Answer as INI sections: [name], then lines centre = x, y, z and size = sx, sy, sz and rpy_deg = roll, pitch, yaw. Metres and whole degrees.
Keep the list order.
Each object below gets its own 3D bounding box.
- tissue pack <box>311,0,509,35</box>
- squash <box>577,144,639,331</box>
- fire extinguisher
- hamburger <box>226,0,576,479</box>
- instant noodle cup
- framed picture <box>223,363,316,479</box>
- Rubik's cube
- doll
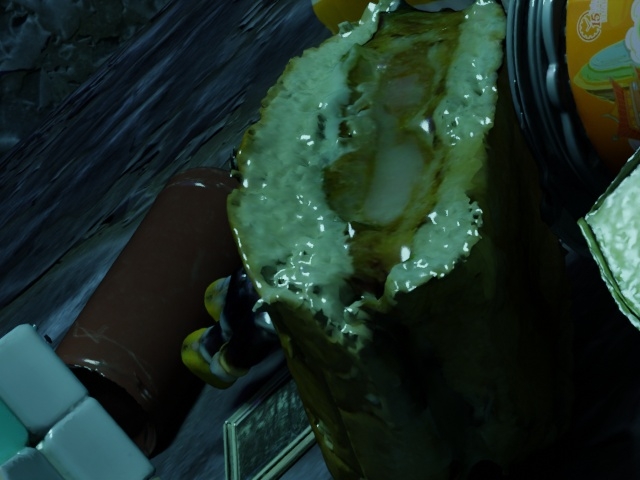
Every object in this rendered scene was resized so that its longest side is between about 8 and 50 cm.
[tissue pack]
centre = 0.120, -0.234, 1.542
size = 0.185, 0.124, 0.225
rpy_deg = -53, 15, -20
[squash]
centre = 0.223, -0.004, 0.774
size = 0.192, 0.085, 0.184
rpy_deg = -46, 43, 12
[fire extinguisher]
centre = -0.113, 0.039, 1.554
size = 0.337, 0.106, 0.147
rpy_deg = -59, -6, -44
[hamburger]
centre = 0.052, 0.019, 0.955
size = 0.132, 0.211, 0.309
rpy_deg = -9, 33, 13
[instant noodle cup]
centre = 0.192, -0.091, 0.909
size = 0.125, 0.177, 0.208
rpy_deg = -2, 76, 48
[framed picture]
centre = 0.001, 0.088, 1.247
size = 0.183, 0.011, 0.142
rpy_deg = -44, 15, 9
[Rubik's cube]
centre = -0.181, 0.192, 1.123
size = 0.224, 0.213, 0.265
rpy_deg = -39, -4, -35
[doll]
centre = -0.001, 0.004, 1.250
size = 0.145, 0.103, 0.316
rpy_deg = -38, -2, -40
